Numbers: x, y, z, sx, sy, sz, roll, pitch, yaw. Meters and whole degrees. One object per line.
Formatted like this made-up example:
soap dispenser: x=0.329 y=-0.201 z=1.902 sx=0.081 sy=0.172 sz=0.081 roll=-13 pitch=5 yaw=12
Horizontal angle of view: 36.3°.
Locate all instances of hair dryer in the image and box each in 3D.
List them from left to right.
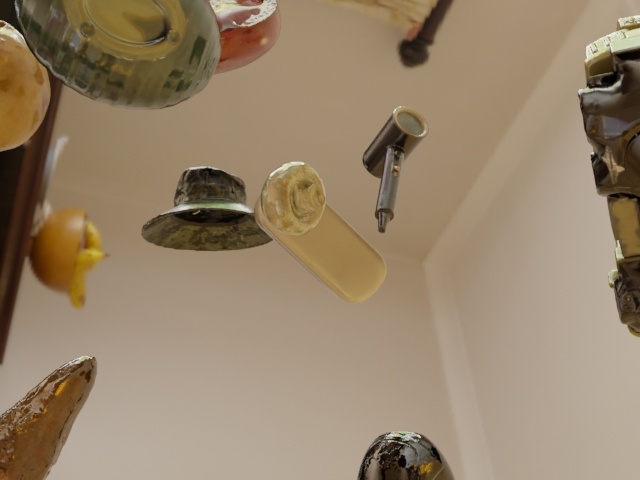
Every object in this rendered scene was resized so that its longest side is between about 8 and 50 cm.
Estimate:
hair dryer: x=0.108 y=-0.099 z=1.633 sx=0.128 sy=0.070 sz=0.255 roll=-51 pitch=-162 yaw=47

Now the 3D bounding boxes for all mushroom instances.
mushroom: x=-0.028 y=-0.047 z=1.105 sx=0.067 sy=0.084 sz=0.083 roll=-6 pitch=-109 yaw=48

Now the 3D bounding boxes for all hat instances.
hat: x=-0.203 y=-0.069 z=1.812 sx=0.265 sy=0.266 sz=0.128 roll=147 pitch=-55 yaw=-66

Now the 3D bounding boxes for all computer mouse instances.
computer mouse: x=0.111 y=0.368 z=1.274 sx=0.137 sy=0.096 sz=0.233 roll=-13 pitch=-91 yaw=46

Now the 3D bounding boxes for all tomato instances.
tomato: x=-0.176 y=-0.351 z=1.653 sx=0.233 sy=0.200 sz=0.139 roll=42 pitch=-33 yaw=38

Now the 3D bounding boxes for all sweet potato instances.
sweet potato: x=-0.361 y=0.279 z=1.118 sx=0.092 sy=0.114 sz=0.341 roll=132 pitch=-23 yaw=-68

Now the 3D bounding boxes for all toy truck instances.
toy truck: x=0.438 y=-0.086 z=1.251 sx=0.254 sy=0.181 sz=0.405 roll=-72 pitch=148 yaw=-56

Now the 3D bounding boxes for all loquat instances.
loquat: x=-0.505 y=-0.227 z=1.451 sx=0.208 sy=0.208 sz=0.208 roll=-168 pitch=-90 yaw=-73

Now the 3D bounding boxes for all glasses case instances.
glasses case: x=0.000 y=0.000 z=1.282 sx=0.083 sy=0.196 sz=0.050 roll=-47 pitch=-168 yaw=-8

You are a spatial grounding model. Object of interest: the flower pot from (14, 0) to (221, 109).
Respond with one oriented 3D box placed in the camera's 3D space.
flower pot: x=-0.234 y=-0.254 z=1.148 sx=0.189 sy=0.243 sz=0.157 roll=-69 pitch=-164 yaw=-2
